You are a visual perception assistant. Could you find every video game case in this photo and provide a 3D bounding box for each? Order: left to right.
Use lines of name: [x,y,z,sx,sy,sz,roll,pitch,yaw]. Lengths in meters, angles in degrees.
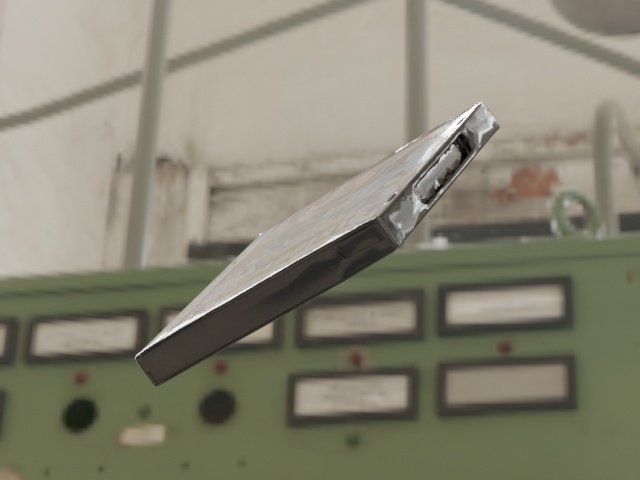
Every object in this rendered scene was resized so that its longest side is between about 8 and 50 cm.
video game case: [0.000,0.000,1.338,0.275,0.248,0.035,-31,-81,34]
